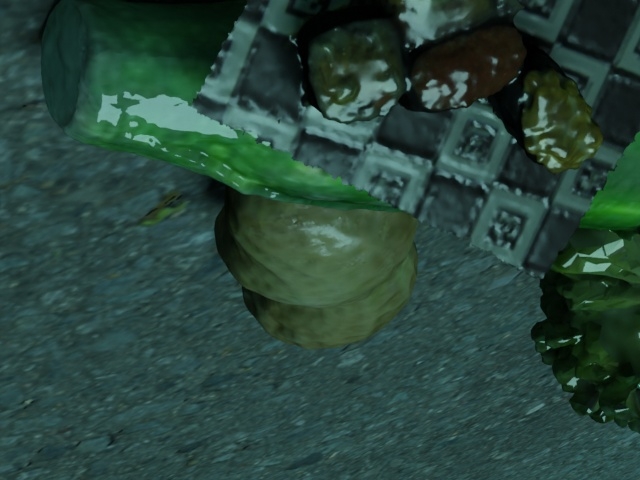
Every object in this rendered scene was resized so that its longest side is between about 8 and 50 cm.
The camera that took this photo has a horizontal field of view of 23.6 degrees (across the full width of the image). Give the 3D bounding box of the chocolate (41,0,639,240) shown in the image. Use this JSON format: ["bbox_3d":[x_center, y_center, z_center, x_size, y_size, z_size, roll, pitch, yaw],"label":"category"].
[{"bbox_3d":[0.026,-0.060,0.651,0.291,0.110,0.110,3,148,-30],"label":"chocolate"}]

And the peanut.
[{"bbox_3d":[0.000,0.001,0.793,0.104,0.085,0.228,-5,160,4],"label":"peanut"}]

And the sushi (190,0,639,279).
[{"bbox_3d":[0.067,-0.066,0.592,0.201,0.031,0.139,24,100,-34],"label":"sushi"}]

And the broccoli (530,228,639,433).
[{"bbox_3d":[0.286,-0.016,0.884,0.324,0.272,0.334,-58,168,-30],"label":"broccoli"}]
